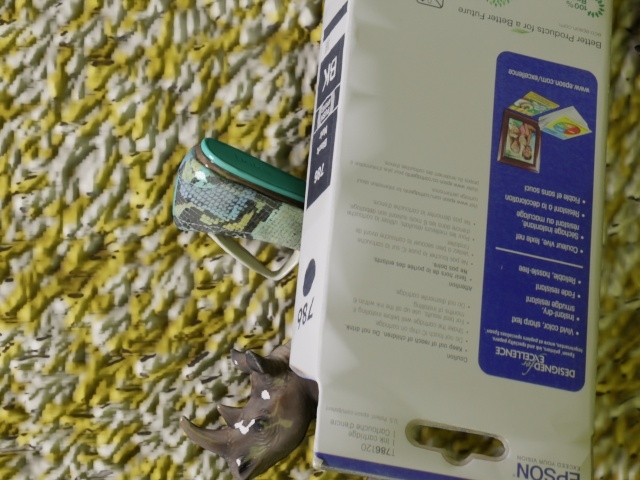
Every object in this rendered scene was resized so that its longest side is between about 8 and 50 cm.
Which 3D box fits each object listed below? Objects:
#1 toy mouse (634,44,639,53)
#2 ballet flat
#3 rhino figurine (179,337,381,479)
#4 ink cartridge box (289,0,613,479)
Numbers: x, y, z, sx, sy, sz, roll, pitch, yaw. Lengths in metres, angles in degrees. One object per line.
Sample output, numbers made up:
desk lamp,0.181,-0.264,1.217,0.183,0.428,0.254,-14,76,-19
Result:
toy mouse,0.238,-0.109,1.176,0.161,0.031,0.143,39,82,-11
ballet flat,0.000,0.000,1.113,0.188,0.070,0.070,23,86,-11
rhino figurine,0.037,0.090,1.111,0.243,0.073,0.106,-6,95,-12
ink cartridge box,0.075,-0.014,1.067,0.165,0.065,0.333,13,67,-16
